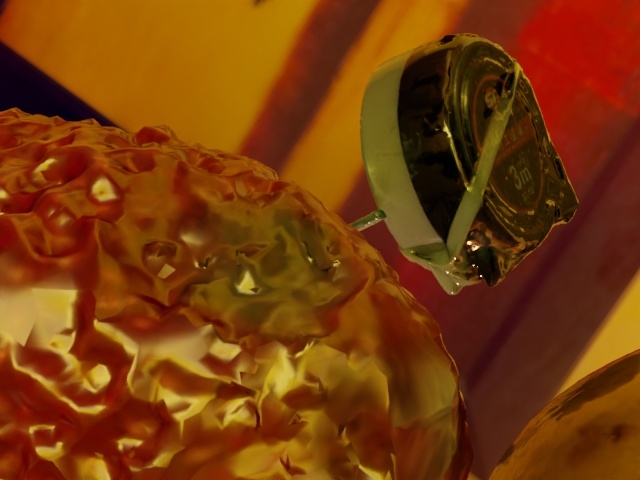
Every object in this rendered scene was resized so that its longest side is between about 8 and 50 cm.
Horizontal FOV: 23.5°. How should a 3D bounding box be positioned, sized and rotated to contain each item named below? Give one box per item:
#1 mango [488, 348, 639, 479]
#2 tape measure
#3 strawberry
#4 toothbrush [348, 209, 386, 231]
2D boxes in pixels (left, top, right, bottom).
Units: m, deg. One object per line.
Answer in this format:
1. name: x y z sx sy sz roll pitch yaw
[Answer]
1. mango: 0.293 0.148 0.824 0.445 0.232 0.300 -19 17 -9
2. tape measure: 0.105 -0.061 1.152 0.107 0.181 0.182 -17 8 33
3. strawberry: -0.114 0.084 0.650 0.292 0.292 0.310 -50 14 -14
4. toothbrush: 0.000 0.000 1.155 0.011 0.014 0.167 -5 -12 -33
